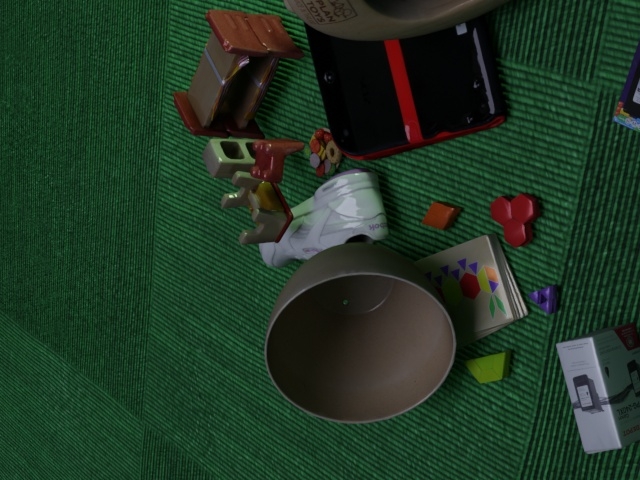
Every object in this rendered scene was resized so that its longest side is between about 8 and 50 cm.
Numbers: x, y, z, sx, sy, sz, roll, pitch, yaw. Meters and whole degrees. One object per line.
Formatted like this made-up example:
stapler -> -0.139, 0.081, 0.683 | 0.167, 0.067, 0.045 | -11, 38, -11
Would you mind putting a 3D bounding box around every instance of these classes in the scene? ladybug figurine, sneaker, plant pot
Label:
ladybug figurine -> 0.145, -0.423, 1.463 | 0.449, 0.305, 0.162 | -20, 54, 17
sneaker -> 0.000, 0.000, 1.869 | 0.305, 0.114, 0.152 | -34, 71, 47
plant pot -> 0.056, 0.113, 1.710 | 0.191, 0.284, 0.284 | -94, 20, -57

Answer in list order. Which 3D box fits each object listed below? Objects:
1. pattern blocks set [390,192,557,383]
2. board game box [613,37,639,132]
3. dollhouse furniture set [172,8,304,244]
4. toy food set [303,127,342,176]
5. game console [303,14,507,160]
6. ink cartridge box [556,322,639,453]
pattern blocks set -> 0.228, 0.075, 1.691 | 0.325, 0.026, 0.285 | -12, 89, 50
board game box -> 0.458, -0.182, 1.357 | 0.170, 0.048, 0.141 | 35, 121, 40
dollhouse furniture set -> -0.099, -0.195, 1.870 | 0.201, 0.152, 0.374 | -59, 46, 38
toy food set -> 0.006, -0.151, 1.902 | 0.083, 0.020, 0.082 | 53, 133, 27
game console -> 0.113, -0.332, 1.711 | 0.342, 0.060, 0.386 | -12, 93, 44
ink cartridge box -> 0.384, 0.195, 1.473 | 0.063, 0.109, 0.150 | -19, 84, 46
